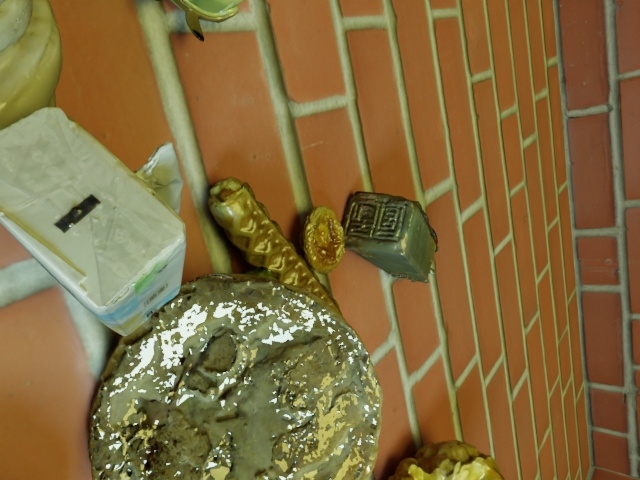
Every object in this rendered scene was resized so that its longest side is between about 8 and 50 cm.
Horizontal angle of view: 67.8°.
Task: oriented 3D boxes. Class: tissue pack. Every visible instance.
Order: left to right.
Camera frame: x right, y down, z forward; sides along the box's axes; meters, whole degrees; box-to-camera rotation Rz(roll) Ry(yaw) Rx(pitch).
[{"bbox_3d":[-0.202,-0.015,0.468,0.159,0.229,0.145,44,65,0],"label":"tissue pack"}]

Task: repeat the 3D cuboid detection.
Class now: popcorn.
[{"bbox_3d":[0.279,0.609,1.111,0.332,0.225,0.265,11,69,-27],"label":"popcorn"}]

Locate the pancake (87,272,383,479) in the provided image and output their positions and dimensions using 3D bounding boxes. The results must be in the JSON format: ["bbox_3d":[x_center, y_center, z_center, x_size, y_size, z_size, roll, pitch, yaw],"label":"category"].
[{"bbox_3d":[-0.102,0.232,0.607,0.386,0.082,0.388,0,85,-5],"label":"pancake"}]

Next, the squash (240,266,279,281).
[{"bbox_3d":[-0.102,0.163,0.716,0.132,0.132,0.247,-1,89,-49],"label":"squash"}]

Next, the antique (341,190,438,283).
[{"bbox_3d":[0.175,0.005,1.045,0.284,0.150,0.125,34,69,-53],"label":"antique"}]

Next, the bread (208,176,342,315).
[{"bbox_3d":[-0.063,0.044,0.796,0.077,0.084,0.368,-33,125,1],"label":"bread"}]

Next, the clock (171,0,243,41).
[{"bbox_3d":[-0.167,-0.394,0.675,0.170,0.069,0.232,36,64,-43],"label":"clock"}]

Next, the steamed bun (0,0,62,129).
[{"bbox_3d":[-0.351,-0.166,0.350,0.309,0.219,0.325,-20,105,-46],"label":"steamed bun"}]

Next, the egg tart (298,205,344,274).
[{"bbox_3d":[0.000,0.000,0.884,0.130,0.052,0.131,4,85,-55],"label":"egg tart"}]
